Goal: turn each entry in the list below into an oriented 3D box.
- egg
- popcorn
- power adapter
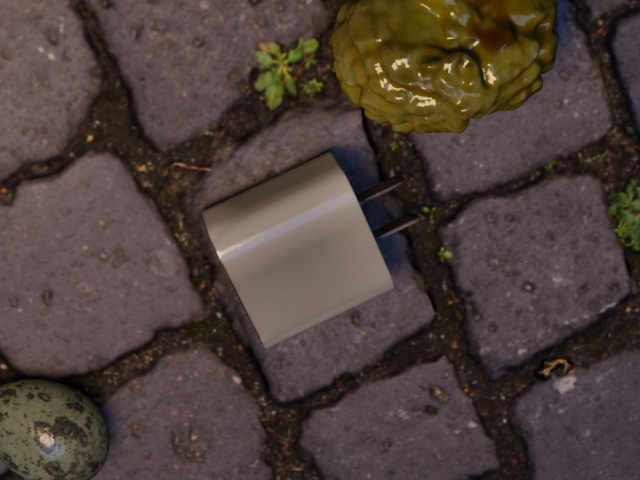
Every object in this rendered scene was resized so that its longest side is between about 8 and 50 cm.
[{"bbox_3d":[-0.352,0.245,1.772,0.172,0.132,0.132,34,102,-13],"label":"egg"},{"bbox_3d":[0.143,-0.243,1.624,0.270,0.224,0.258,28,88,-13],"label":"popcorn"},{"bbox_3d":[0.000,0.000,1.747,0.255,0.124,0.187,-24,117,-1],"label":"power adapter"}]
